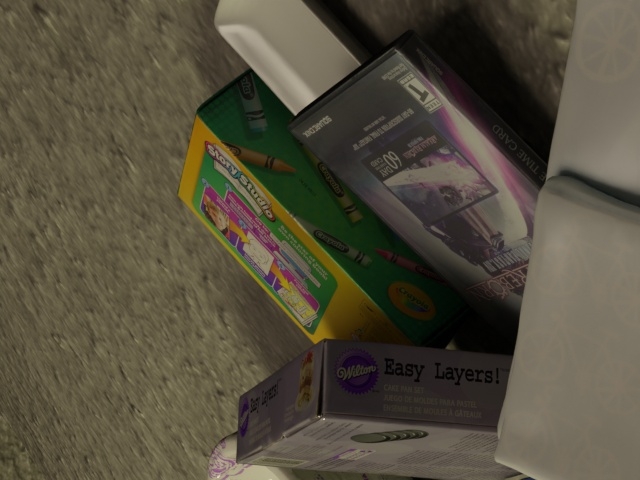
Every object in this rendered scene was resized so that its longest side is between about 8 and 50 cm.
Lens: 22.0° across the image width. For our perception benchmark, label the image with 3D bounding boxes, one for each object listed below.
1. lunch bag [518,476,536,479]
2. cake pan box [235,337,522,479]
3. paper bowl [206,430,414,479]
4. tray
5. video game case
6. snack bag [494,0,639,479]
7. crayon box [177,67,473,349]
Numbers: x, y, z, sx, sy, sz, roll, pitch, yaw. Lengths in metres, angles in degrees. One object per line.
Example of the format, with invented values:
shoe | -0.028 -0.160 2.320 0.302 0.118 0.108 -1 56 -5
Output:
lunch bag | 0.201 0.270 1.337 0.090 0.176 0.219 15 164 -10
cake pan box | 0.078 0.145 1.326 0.267 0.245 0.070 135 140 -68
paper bowl | 0.011 0.310 1.729 0.284 0.148 0.284 38 140 41
tray | 0.023 -0.113 1.285 0.270 0.030 0.145 48 156 8
video game case | 0.114 -0.020 1.190 0.274 0.026 0.196 45 155 -8
snack bag | 0.232 0.007 0.845 0.323 0.037 0.342 23 110 46
crayon box | 0.000 0.000 1.425 0.278 0.081 0.165 47 156 10
